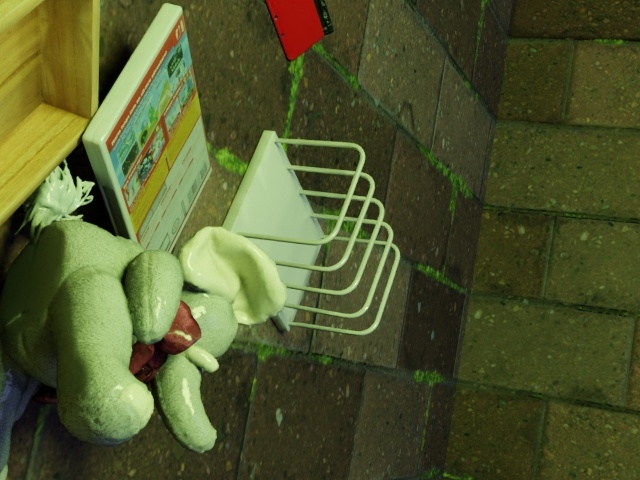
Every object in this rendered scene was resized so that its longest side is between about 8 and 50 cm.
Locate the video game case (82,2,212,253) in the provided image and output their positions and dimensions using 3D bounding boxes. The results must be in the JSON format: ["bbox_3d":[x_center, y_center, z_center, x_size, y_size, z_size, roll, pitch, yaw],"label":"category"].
[{"bbox_3d":[-0.188,-0.097,1.096,0.285,0.025,0.204,88,20,-56],"label":"video game case"}]

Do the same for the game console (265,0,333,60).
[{"bbox_3d":[-0.039,-0.374,1.464,0.144,0.085,0.124,68,5,-48],"label":"game console"}]

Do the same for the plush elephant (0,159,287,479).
[{"bbox_3d":[-0.184,0.100,0.940,0.255,0.272,0.330,28,42,-39],"label":"plush elephant"}]

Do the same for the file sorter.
[{"bbox_3d":[0.000,0.000,1.455,0.277,0.173,0.192,65,39,-51],"label":"file sorter"}]

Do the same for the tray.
[{"bbox_3d":[-0.309,-0.076,0.758,0.411,0.076,0.202,-63,170,-46],"label":"tray"}]
